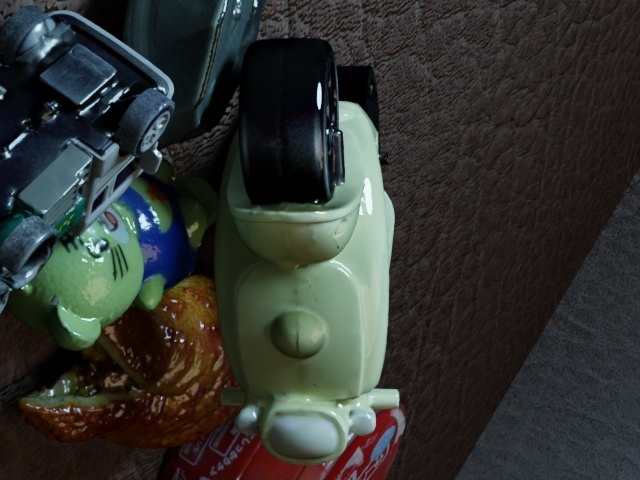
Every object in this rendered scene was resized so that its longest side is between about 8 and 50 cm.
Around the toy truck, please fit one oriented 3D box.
[{"bbox_3d":[-0.174,-0.016,0.753,0.216,0.110,0.116,-50,171,-34],"label":"toy truck"}]

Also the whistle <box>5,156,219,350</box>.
[{"bbox_3d":[-0.125,-0.002,0.901,0.085,0.105,0.227,-42,173,31],"label":"whistle"}]

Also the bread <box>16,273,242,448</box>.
[{"bbox_3d":[-0.116,0.090,1.070,0.269,0.095,0.139,6,104,-69],"label":"bread"}]

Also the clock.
[{"bbox_3d":[0.000,0.000,1.030,0.379,0.120,0.276,-37,126,-80],"label":"clock"}]

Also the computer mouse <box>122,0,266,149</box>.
[{"bbox_3d":[-0.071,-0.165,0.869,0.126,0.071,0.231,17,90,-85],"label":"computer mouse"}]

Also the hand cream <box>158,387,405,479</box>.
[{"bbox_3d":[-0.037,0.210,1.367,0.230,0.149,0.230,-52,161,-26],"label":"hand cream"}]
